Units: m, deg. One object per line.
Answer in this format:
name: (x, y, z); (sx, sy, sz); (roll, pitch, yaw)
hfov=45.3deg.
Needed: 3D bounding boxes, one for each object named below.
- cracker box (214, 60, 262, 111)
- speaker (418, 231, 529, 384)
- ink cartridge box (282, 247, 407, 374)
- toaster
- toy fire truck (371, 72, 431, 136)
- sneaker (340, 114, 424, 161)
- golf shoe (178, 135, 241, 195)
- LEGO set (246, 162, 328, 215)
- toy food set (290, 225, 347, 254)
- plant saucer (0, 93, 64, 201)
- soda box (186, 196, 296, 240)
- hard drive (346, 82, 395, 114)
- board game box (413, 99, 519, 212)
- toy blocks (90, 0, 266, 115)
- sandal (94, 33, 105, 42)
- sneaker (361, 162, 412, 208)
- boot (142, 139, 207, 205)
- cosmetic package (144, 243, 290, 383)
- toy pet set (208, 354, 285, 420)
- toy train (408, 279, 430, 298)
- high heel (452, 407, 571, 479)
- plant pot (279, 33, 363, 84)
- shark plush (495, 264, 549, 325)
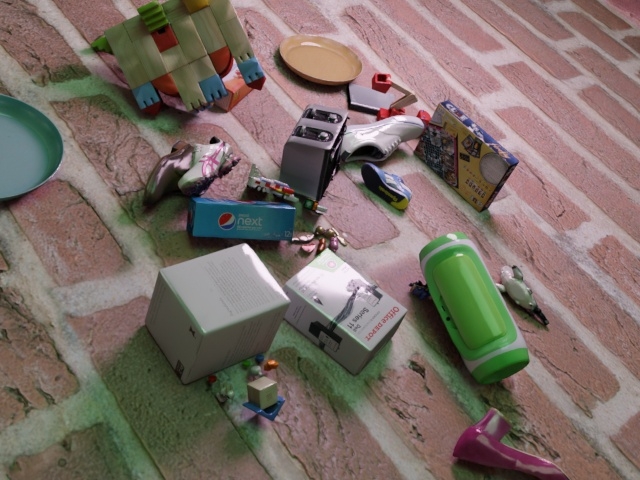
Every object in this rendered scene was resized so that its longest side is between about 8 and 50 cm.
cracker box: (-0.284, -0.429, 1.907); (0.232, 0.067, 0.155); (29, 43, 5)
speaker: (0.306, 0.134, 1.552); (0.131, 0.131, 0.296); (-6, 60, -29)
ink cartridge box: (0.041, 0.134, 1.481); (0.208, 0.086, 0.153); (37, 45, 12)
toaster: (-0.014, -0.194, 1.726); (0.110, 0.185, 0.168); (18, 44, 7)
toy fire truck: (0.211, -0.352, 2.005); (0.192, 0.135, 0.047); (14, 44, -11)
sneaker: (0.149, -0.242, 1.909); (0.258, 0.094, 0.091); (-14, 65, -20)
golf shoe: (-0.243, -0.153, 1.573); (0.086, 0.067, 0.186); (47, 36, -3)
LEGO set: (-0.063, -0.103, 1.597); (0.183, 0.060, 0.244); (19, 4, -6)
toy food set: (0.000, 0.000, 1.646); (0.122, 0.019, 0.078); (-19, 58, -37)
plant saucer: (-0.670, -0.180, 1.503); (0.318, 0.043, 0.317); (13, 44, -13)
soda box: (-0.161, -0.044, 1.562); (0.210, 0.071, 0.067); (3, 12, -23)
hard drive: (0.138, -0.378, 2.081); (0.135, 0.022, 0.094); (11, 45, -15)
board game box: (0.357, -0.209, 1.910); (0.042, 0.165, 0.243); (-24, 62, -40)
toy blocks: (-0.300, -0.412, 1.759); (0.382, 0.191, 0.260); (-24, 96, 2)
sandal: (-0.436, -0.490, 1.911); (0.240, 0.088, 0.079); (-26, 93, -32)
sneaker: (0.159, -0.135, 1.830); (0.144, 0.053, 0.059); (42, 45, 6)
boot: (-0.286, -0.129, 1.599); (0.106, 0.082, 0.219); (22, 41, 1)
cosmetic package: (-0.182, 0.125, 1.342); (0.184, 0.151, 0.151); (-17, 57, -38)
toy pet set: (-0.113, 0.261, 1.325); (0.122, 0.065, 0.114); (-18, 22, -40)
toy train: (0.262, 0.122, 1.642); (0.158, 0.027, 0.036); (17, 54, -9)
high heel: (0.354, 0.422, 1.367); (0.117, 0.082, 0.244); (-43, 85, -16)
plant pot: (0.000, -0.493, 2.116); (0.237, 0.032, 0.236); (10, 41, -9)
shark plush: (0.461, 0.116, 1.719); (0.161, 0.073, 0.067); (41, 15, 24)
